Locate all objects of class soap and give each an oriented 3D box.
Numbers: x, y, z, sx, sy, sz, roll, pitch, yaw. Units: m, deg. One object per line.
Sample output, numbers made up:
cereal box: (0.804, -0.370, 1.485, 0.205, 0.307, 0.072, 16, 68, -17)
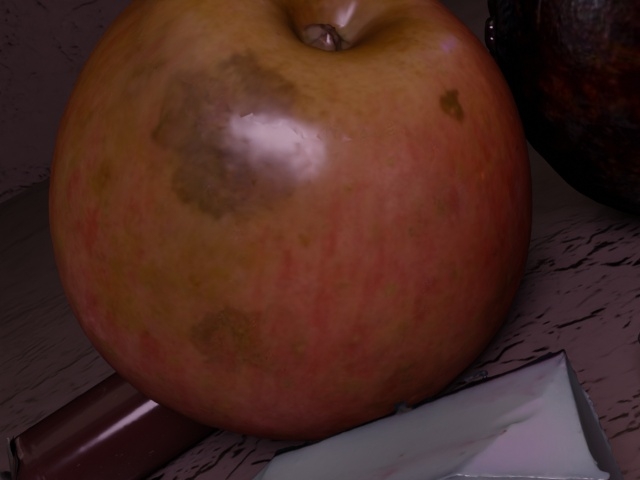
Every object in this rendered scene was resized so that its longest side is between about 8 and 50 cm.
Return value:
soap: (0.052, 0.154, 0.520, 0.231, 0.145, 0.091, -21, 20, 25)

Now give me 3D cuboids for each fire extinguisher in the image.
fire extinguisher: (-0.179, 0.171, 0.912, 0.269, 0.104, 0.105, -33, 18, -8)

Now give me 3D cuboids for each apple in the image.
apple: (-0.024, -0.043, 0.780, 0.364, 0.364, 0.364, -27, 19, 10)

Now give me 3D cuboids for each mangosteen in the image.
mangosteen: (0.278, -0.166, 0.774, 0.330, 0.330, 0.330, -27, 19, 10)

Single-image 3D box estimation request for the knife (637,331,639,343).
knife: (0.290, 0.061, 0.561, 0.073, 0.040, 0.266, -30, 15, -34)
